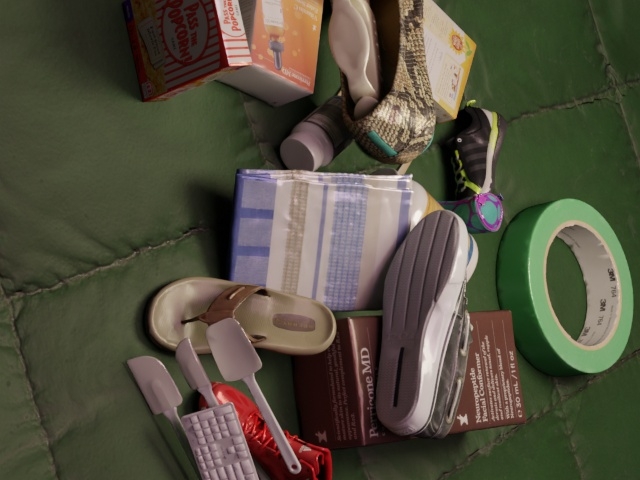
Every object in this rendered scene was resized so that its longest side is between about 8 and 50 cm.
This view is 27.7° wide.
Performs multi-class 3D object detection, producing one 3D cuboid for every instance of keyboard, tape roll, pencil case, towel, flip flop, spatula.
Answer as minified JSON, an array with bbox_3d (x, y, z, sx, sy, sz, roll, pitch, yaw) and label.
[{"bbox_3d":[-0.115,0.339,1.747,0.014,0.072,0.256,-86,160,-72],"label":"keyboard"},{"bbox_3d":[0.451,0.086,2.370,0.321,0.077,0.321,11,73,-42],"label":"tape roll"},{"bbox_3d":[0.231,-0.044,2.136,0.064,0.151,0.070,-40,110,-33],"label":"pencil case"},{"bbox_3d":[0.000,0.000,1.889,0.285,0.034,0.209,2,100,-22],"label":"towel"},{"bbox_3d":[-0.104,0.107,1.789,0.277,0.080,0.112,8,74,-17],"label":"flip flop"},{"bbox_3d":[-0.132,0.234,1.727,0.019,0.168,0.242,-82,147,-75],"label":"spatula"}]

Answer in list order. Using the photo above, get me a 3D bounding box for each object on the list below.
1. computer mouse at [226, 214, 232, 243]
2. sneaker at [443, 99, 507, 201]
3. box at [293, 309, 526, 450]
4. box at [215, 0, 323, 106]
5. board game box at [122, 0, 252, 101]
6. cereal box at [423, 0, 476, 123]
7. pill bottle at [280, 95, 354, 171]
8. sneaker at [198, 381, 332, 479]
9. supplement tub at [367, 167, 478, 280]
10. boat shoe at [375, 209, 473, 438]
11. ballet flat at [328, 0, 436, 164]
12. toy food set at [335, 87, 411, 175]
[{"bbox_3d":[-0.046,0.030,1.930,0.242,0.041,0.071,34,58,-35],"label":"computer mouse"},{"bbox_3d":[0.250,-0.135,2.246,0.097,0.084,0.235,23,61,-12],"label":"sneaker"},{"bbox_3d":[0.142,0.210,2.001,0.381,0.143,0.191,-1,80,-42],"label":"box"},{"bbox_3d":[-0.077,-0.307,1.945,0.130,0.091,0.171,21,66,-39],"label":"box"},{"bbox_3d":[-0.184,-0.283,1.765,0.045,0.193,0.147,-11,87,-45],"label":"board game box"},{"bbox_3d":[0.161,-0.336,2.212,0.240,0.047,0.173,38,56,-31],"label":"cereal box"},{"bbox_3d":[0.002,-0.160,1.995,0.137,0.078,0.078,-43,110,-40],"label":"pill bottle"},{"bbox_3d":[-0.061,0.270,1.795,0.221,0.128,0.087,47,51,-27],"label":"sneaker"},{"bbox_3d":[0.138,-0.006,2.042,0.199,0.144,0.144,43,54,-29],"label":"supplement tub"},{"bbox_3d":[0.161,0.126,1.883,0.119,0.121,0.335,28,70,-44],"label":"boat shoe"},{"bbox_3d":[0.077,-0.346,1.988,0.182,0.164,0.483,32,44,-46],"label":"ballet flat"},{"bbox_3d":[0.106,-0.199,2.131,0.192,0.038,0.132,47,52,-25],"label":"toy food set"}]
